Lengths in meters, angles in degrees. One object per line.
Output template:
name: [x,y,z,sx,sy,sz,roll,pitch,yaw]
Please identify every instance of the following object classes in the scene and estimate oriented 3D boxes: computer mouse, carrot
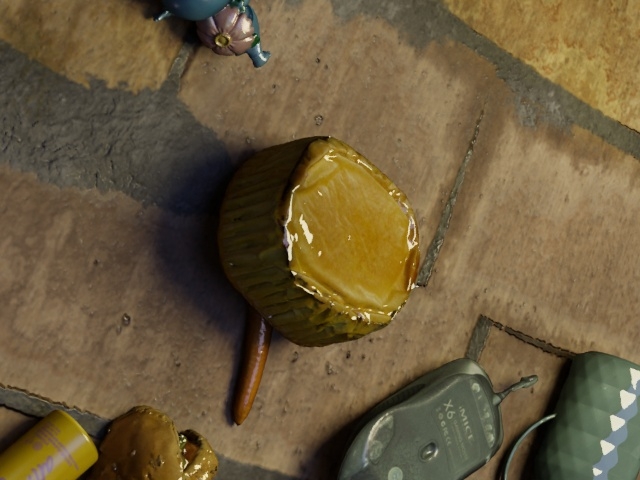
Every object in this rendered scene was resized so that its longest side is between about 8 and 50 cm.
computer mouse: [0.151,0.256,2.002,0.379,0.090,0.167,-24,106,-36]
carrot: [-0.081,0.138,1.864,0.037,0.037,0.190,10,89,-34]

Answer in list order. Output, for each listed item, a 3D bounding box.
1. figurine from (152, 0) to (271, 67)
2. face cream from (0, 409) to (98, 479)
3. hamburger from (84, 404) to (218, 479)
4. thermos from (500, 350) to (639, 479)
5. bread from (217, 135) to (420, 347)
figurine: [-0.116,-0.294,1.775,0.144,0.114,0.178,-56,132,-26]
face cream: [-0.369,0.299,1.655,0.273,0.078,0.078,-40,114,-25]
hamburger: [-0.214,0.319,1.732,0.124,0.131,0.262,36,69,-31]
thermos: [0.364,0.301,2.121,0.182,0.145,0.286,26,79,0]
bread: [0.000,0.000,1.826,0.253,0.142,0.227,44,49,-36]
